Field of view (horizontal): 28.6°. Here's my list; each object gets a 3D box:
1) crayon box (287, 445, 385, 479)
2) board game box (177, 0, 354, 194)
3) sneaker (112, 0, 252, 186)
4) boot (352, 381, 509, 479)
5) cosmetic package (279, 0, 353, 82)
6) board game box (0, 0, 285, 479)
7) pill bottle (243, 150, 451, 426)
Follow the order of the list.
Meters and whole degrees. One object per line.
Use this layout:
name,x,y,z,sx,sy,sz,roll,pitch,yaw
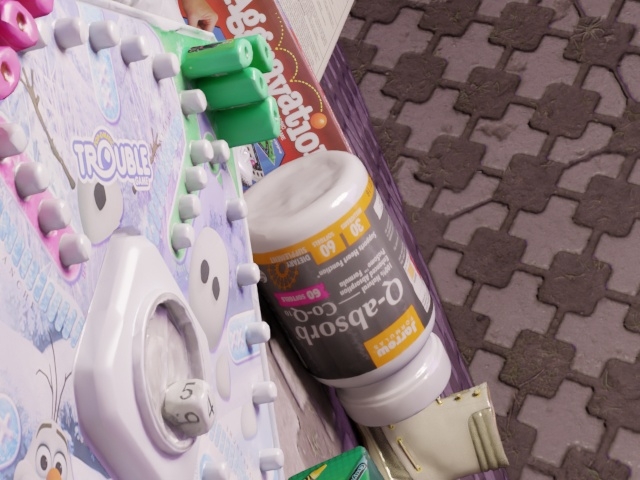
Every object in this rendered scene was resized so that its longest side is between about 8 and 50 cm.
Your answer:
crayon box,0.068,0.338,1.095,0.165,0.081,0.278,-100,163,-59
board game box,-0.076,-0.159,1.363,0.281,0.145,0.027,63,9,-17
sneaker,-0.134,-0.117,0.842,0.366,0.137,0.210,101,-36,-87
boot,0.121,0.196,1.502,0.077,0.165,0.213,43,26,-70
cosmetic package,-0.054,-0.290,1.534,0.309,0.113,0.160,-70,147,-43
board game box,-0.074,0.066,0.633,0.390,0.050,0.390,-10,92,-75
pill bottle,0.028,0.056,1.352,0.278,0.162,0.162,61,10,-26
